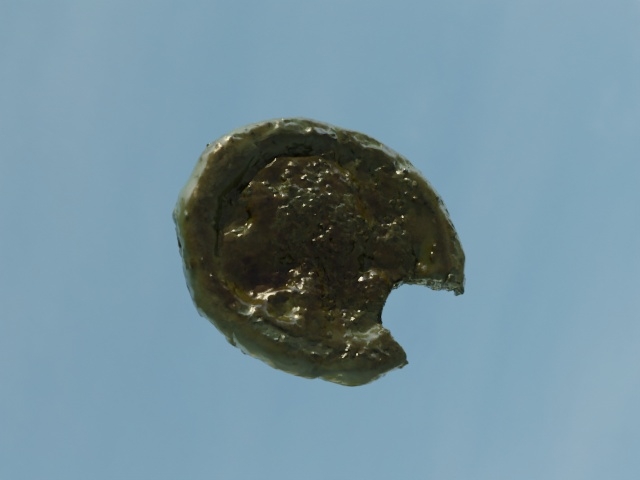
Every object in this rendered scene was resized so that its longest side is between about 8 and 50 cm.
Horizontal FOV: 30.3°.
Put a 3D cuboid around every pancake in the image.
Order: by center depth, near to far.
[{"bbox_3d":[0.000,0.000,0.973,0.253,0.037,0.254,8,-118,-16],"label":"pancake"}]
